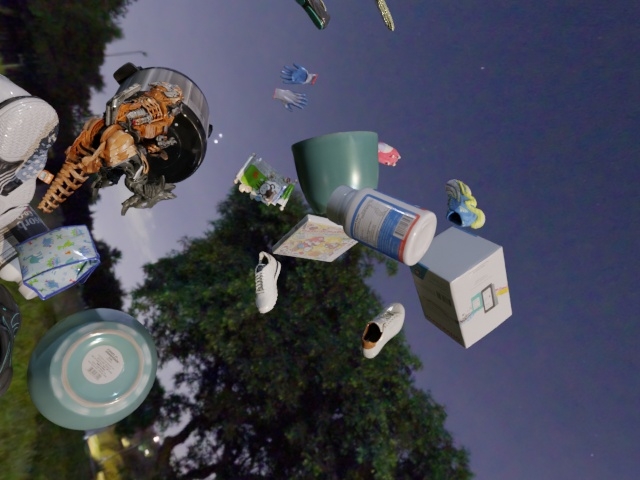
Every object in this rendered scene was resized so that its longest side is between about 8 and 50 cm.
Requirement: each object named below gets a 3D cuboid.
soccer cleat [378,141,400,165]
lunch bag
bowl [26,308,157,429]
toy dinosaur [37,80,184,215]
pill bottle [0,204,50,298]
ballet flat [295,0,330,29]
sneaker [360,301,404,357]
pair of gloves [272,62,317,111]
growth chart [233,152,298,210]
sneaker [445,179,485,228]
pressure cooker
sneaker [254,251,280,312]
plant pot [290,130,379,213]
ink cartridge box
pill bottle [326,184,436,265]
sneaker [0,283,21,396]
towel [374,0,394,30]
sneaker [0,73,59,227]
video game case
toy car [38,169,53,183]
[{"bbox_3d":[0.204,-0.346,1.723,0.083,0.248,0.095,-58,-132,28],"label":"soccer cleat"},{"bbox_3d":[-0.592,0.040,1.026,0.128,0.151,0.096,51,-15,32],"label":"lunch bag"},{"bbox_3d":[-0.553,0.320,1.125,0.163,0.312,0.311,-22,-92,55],"label":"bowl"},{"bbox_3d":[-0.383,-0.172,0.837,0.164,0.322,0.218,50,-26,21],"label":"toy dinosaur"},{"bbox_3d":[-0.790,0.004,1.165,0.278,0.162,0.162,53,-29,-6],"label":"pill bottle"},{"bbox_3d":[-0.039,-0.822,1.538,0.203,0.074,0.074,47,-25,-17],"label":"ballet flat"},{"bbox_3d":[0.265,0.347,1.856,0.106,0.290,0.123,21,-38,28],"label":"sneaker"},{"bbox_3d":[-0.109,-0.631,1.849,0.160,0.023,0.198,21,-91,15],"label":"pair of gloves"},{"bbox_3d":[-0.208,-0.218,1.709,0.021,0.237,0.171,-10,-126,54],"label":"growth chart"},{"bbox_3d":[0.518,-0.142,1.704,0.091,0.126,0.240,105,-32,-44],"label":"sneaker"},{"bbox_3d":[-0.604,-0.450,1.712,0.420,0.376,0.369,-103,-158,-50],"label":"pressure cooker"},{"bbox_3d":[-0.215,0.157,1.683,0.094,0.090,0.234,55,29,-51],"label":"sneaker"},{"bbox_3d":[0.061,-0.213,1.489,0.293,0.293,0.234,-5,-87,60],"label":"plant pot"},{"bbox_3d":[0.422,0.138,1.357,0.198,0.197,0.269,37,-26,55],"label":"ink cartridge box"},{"bbox_3d":[0.127,-0.043,0.979,0.222,0.124,0.124,28,-49,30],"label":"pill bottle"},{"bbox_3d":[-0.644,0.175,0.880,0.267,0.101,0.106,61,-43,32],"label":"sneaker"},{"bbox_3d":[0.223,-0.815,1.588,0.148,0.027,0.110,56,15,-25],"label":"towel"},{"bbox_3d":[-0.684,-0.184,0.903,0.210,0.137,0.366,45,-67,7],"label":"sneaker"},{"bbox_3d":[0.000,0.000,1.362,0.206,0.227,0.026,-40,-129,43],"label":"video game case"},{"bbox_3d":[-0.934,-0.186,1.471,0.060,0.122,0.040,48,6,30],"label":"toy car"}]
